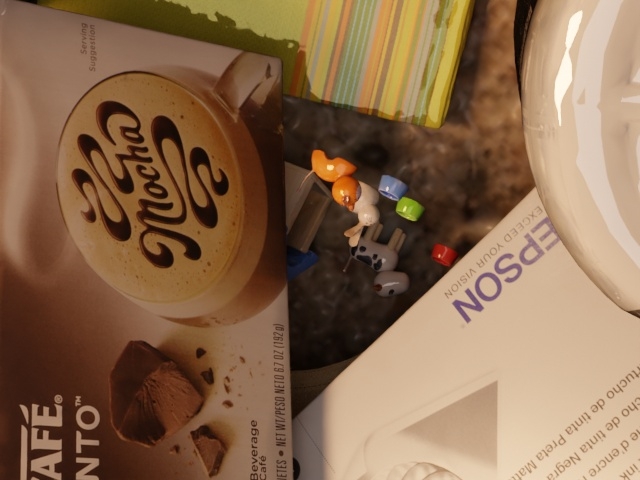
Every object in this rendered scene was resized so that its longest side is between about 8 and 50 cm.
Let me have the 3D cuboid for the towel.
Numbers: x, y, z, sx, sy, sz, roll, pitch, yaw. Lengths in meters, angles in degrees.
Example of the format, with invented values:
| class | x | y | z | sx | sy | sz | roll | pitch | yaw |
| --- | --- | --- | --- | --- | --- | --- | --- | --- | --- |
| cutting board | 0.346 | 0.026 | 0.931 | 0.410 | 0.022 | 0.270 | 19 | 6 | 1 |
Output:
| class | x | y | z | sx | sy | sz | roll | pitch | yaw |
| --- | --- | --- | --- | --- | --- | --- | --- | --- | --- |
| towel | -0.035 | -0.137 | 0.942 | 0.237 | 0.021 | 0.102 | 14 | 99 | 3 |

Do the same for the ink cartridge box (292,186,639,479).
| class | x | y | z | sx | sy | sz | roll | pitch | yaw |
| --- | --- | --- | --- | --- | --- | --- | --- | --- | --- |
| ink cartridge box | 0.101 | 0.124 | 0.816 | 0.223 | 0.045 | 0.224 | -45 | 62 | 12 |

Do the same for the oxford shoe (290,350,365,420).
| class | x | y | z | sx | sy | sz | roll | pitch | yaw |
| --- | --- | --- | --- | --- | --- | --- | --- | --- | --- |
| oxford shoe | -0.015 | 0.155 | 0.976 | 0.397 | 0.140 | 0.146 | -34 | 68 | 17 |

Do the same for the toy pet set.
| class | x | y | z | sx | sy | sz | roll | pitch | yaw |
| --- | --- | --- | --- | --- | --- | --- | --- | --- | --- |
| toy pet set | 0.000 | 0.000 | 0.920 | 0.114 | 0.122 | 0.065 | 22 | 79 | 26 |

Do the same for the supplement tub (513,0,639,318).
| class | x | y | z | sx | sy | sz | roll | pitch | yaw |
| --- | --- | --- | --- | --- | --- | --- | --- | --- | --- |
| supplement tub | 0.190 | -0.084 | 0.766 | 0.207 | 0.338 | 0.207 | 1 | 104 | 5 |

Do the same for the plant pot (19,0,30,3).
| class | x | y | z | sx | sy | sz | roll | pitch | yaw |
| --- | --- | --- | --- | --- | --- | --- | --- | --- | --- |
| plant pot | -0.251 | -0.232 | 0.869 | 0.165 | 0.165 | 0.234 | 1 | 99 | 5 |

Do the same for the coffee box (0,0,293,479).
| class | x | y | z | sx | sy | sz | roll | pitch | yaw |
| --- | --- | --- | --- | --- | --- | --- | --- | --- | --- |
| coffee box | -0.113 | 0.051 | 0.843 | 0.168 | 0.119 | 0.297 | 9 | 72 | -35 |
